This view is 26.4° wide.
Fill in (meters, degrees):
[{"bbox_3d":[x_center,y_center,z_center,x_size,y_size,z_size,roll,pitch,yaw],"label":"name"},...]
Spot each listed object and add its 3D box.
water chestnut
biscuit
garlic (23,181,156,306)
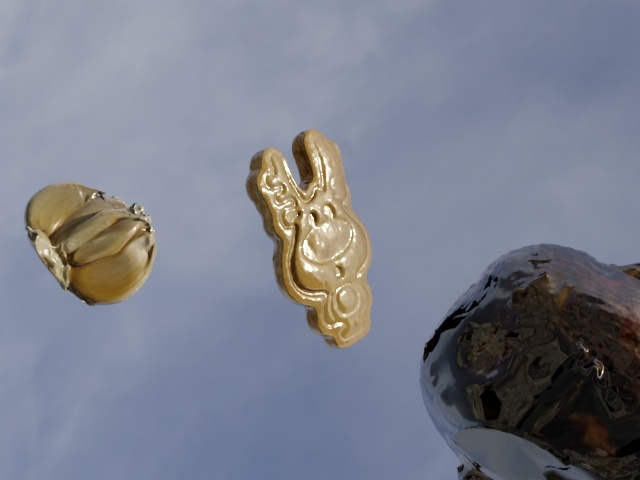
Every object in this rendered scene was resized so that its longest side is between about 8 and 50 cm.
[{"bbox_3d":[0.286,0.130,1.326,0.335,0.335,0.347,30,-107,29],"label":"water chestnut"},{"bbox_3d":[-0.002,0.002,1.481,0.040,0.144,0.236,-12,-80,51],"label":"biscuit"},{"bbox_3d":[-0.188,0.000,1.112,0.113,0.094,0.074,55,-21,-12],"label":"garlic"}]
